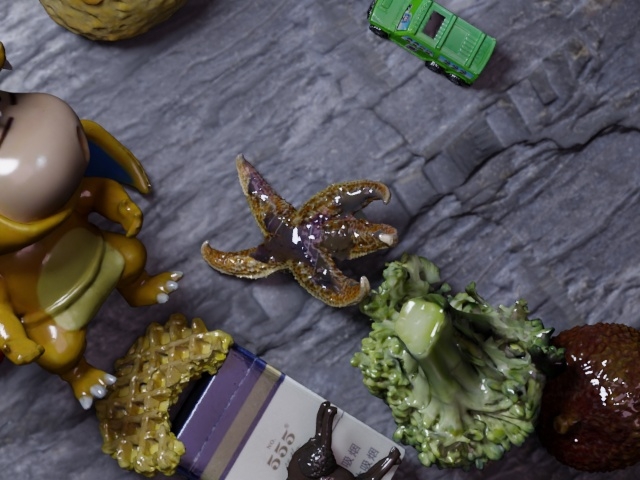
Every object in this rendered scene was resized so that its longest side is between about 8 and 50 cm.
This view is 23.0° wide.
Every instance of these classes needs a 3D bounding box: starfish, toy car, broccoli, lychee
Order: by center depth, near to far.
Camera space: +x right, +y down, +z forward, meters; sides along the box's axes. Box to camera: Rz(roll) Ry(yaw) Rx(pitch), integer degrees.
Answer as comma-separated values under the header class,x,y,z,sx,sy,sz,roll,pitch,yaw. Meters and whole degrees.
class,x,y,z,sx,sy,sz,roll,pitch,yaw
broccoli,0.155,0.122,1.824,0.247,0.243,0.263,-10,66,16
starfish,-0.026,-0.010,1.865,0.238,0.071,0.216,-20,70,5
lychee,0.341,0.188,1.921,0.194,0.194,0.194,1,87,-15
toy car,0.138,-0.258,1.943,0.165,0.062,0.071,30,81,-12

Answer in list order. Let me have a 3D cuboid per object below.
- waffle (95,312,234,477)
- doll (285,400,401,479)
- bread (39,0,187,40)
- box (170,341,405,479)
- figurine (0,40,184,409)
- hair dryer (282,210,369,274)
class,x,y,z,sx,sy,sz,roll,pitch,yaw
waffle,-0.179,0.178,1.809,0.194,0.149,0.051,-57,144,-15
doll,0.018,0.288,1.819,0.139,0.057,0.165,34,84,-16
bread,-0.236,-0.358,1.813,0.244,0.134,0.244,0,89,-17
box,-0.048,0.251,1.865,0.259,0.071,0.168,33,79,-11
figurine,-0.359,0.002,1.664,0.401,0.268,0.387,-46,122,-10
hair dryer,0.000,0.000,1.913,0.124,0.038,0.063,-38,95,-6
